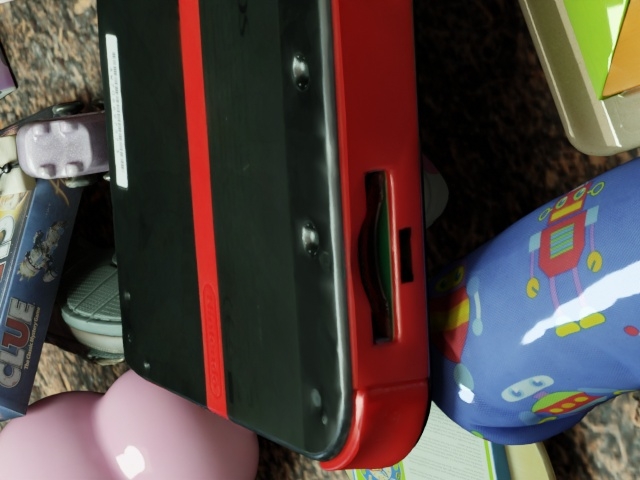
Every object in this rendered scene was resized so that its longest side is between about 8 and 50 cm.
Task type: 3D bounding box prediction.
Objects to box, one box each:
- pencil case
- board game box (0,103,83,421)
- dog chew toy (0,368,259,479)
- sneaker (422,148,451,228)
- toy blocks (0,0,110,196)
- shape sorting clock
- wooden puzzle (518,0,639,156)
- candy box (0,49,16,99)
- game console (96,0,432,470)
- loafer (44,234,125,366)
[{"bbox_3d":[0.179,0.025,1.034,0.133,0.119,0.306,31,146,-21],"label":"pencil case"},{"bbox_3d":[-0.258,0.027,1.487,0.165,0.042,0.243,-18,54,47],"label":"board game box"},{"bbox_3d":[-0.185,0.208,1.441,0.332,0.206,0.206,-37,75,13],"label":"dog chew toy"},{"bbox_3d":[0.000,0.000,1.248,0.072,0.077,0.178,56,131,19],"label":"sneaker"},{"bbox_3d":[-0.305,-0.161,1.299,0.288,0.260,0.309,-8,97,11],"label":"toy blocks"},{"bbox_3d":[0.079,0.140,1.264,0.206,0.040,0.206,27,130,39],"label":"shape sorting clock"},{"bbox_3d":[0.182,-0.169,1.004,0.238,0.044,0.221,-18,92,51],"label":"wooden puzzle"},{"bbox_3d":[-0.371,-0.108,1.580,0.196,0.165,0.070,-22,89,52],"label":"candy box"},{"bbox_3d":[-0.047,-0.070,1.184,0.342,0.060,0.387,17,113,60],"label":"game console"},{"bbox_3d":[-0.166,0.054,1.490,0.267,0.096,0.084,15,136,53],"label":"loafer"}]
